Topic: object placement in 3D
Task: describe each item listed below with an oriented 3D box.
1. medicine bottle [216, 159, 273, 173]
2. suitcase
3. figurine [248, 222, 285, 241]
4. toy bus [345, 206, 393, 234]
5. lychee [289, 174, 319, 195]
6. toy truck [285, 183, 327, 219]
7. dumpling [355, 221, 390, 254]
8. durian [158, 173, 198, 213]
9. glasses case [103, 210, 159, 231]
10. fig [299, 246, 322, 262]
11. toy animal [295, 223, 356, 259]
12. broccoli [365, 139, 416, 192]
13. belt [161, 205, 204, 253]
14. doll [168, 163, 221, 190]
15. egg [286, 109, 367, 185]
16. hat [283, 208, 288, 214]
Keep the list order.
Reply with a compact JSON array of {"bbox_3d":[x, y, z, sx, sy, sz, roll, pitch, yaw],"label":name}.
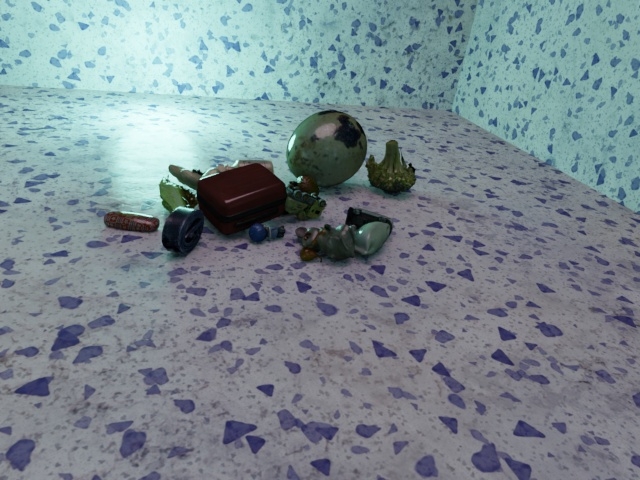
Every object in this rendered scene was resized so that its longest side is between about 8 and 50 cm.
[{"bbox_3d":[-0.343,-0.308,2.237,0.252,0.114,0.114,-2,30,-18],"label":"medicine bottle"},{"bbox_3d":[-0.295,-0.162,1.869,0.297,0.161,0.236,-22,46,-33],"label":"suitcase"},{"bbox_3d":[-0.197,-0.025,1.811,0.136,0.077,0.079,8,41,-20],"label":"figurine"},{"bbox_3d":[0.202,-0.074,1.978,0.194,0.087,0.089,19,20,22],"label":"toy bus"},{"bbox_3d":[-0.071,-0.228,2.159,0.146,0.114,0.114,25,17,-33],"label":"lychee"},{"bbox_3d":[-0.076,-0.144,1.982,0.191,0.116,0.085,17,16,-40],"label":"toy truck"},{"bbox_3d":[0.173,0.000,1.838,0.105,0.149,0.217,48,39,-6],"label":"dumpling"},{"bbox_3d":[-0.550,-0.163,1.913,0.132,0.106,0.375,-38,38,-10],"label":"durian"},{"bbox_3d":[-0.681,-0.072,1.779,0.194,0.049,0.073,7,28,-1],"label":"glasses case"},{"bbox_3d":[-0.032,0.053,1.724,0.083,0.050,0.050,21,28,-5],"label":"fig"},{"bbox_3d":[-0.001,0.003,1.772,0.251,0.127,0.125,2,1,33],"label":"toy animal"},{"bbox_3d":[0.342,-0.356,2.365,0.247,0.243,0.263,-15,29,-25],"label":"broccoli"},{"bbox_3d":[-0.460,-0.033,1.669,0.082,0.141,0.190,11,29,9],"label":"belt"},{"bbox_3d":[-0.495,-0.249,2.027,0.278,0.149,0.175,25,21,18],"label":"doll"},{"bbox_3d":[0.024,-0.423,2.303,0.345,0.345,0.428,30,43,35],"label":"egg"},{"bbox_3d":[-0.181,-0.180,2.069,0.205,0.089,0.205,7,28,-4],"label":"hat"}]
